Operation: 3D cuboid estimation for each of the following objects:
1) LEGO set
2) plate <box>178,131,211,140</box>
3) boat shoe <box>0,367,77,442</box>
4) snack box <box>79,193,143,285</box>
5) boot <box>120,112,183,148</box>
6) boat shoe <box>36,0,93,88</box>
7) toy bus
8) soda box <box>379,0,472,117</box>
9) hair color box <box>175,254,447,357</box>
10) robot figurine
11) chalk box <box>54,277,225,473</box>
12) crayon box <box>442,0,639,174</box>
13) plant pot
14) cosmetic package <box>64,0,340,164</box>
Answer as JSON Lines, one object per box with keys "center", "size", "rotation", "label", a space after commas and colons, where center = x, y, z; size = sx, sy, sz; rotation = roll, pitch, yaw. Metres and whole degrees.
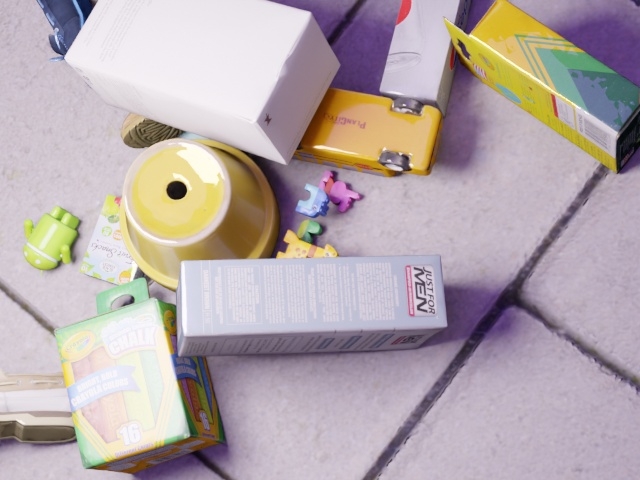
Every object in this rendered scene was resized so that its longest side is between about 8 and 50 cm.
{"center": [0.000, 0.000, 1.867], "size": [0.093, 0.087, 0.227], "rotation": [21, 85, 18], "label": "LEGO set"}
{"center": [-0.183, -0.250, 2.002], "size": [0.188, 0.024, 0.188], "rotation": [-3, 78, 13], "label": "plate"}
{"center": [-0.536, 0.260, 1.890], "size": [0.302, 0.113, 0.103], "rotation": [9, 55, -23], "label": "boat shoe"}
{"center": [-0.333, 0.003, 1.977], "size": [0.100, 0.037, 0.141], "rotation": [16, 81, 18], "label": "snack box"}
{"center": [-0.275, -0.312, 1.994], "size": [0.236, 0.089, 0.269], "rotation": [-31, 62, 2], "label": "boot"}
{"center": [-0.427, -0.350, 2.060], "size": [0.089, 0.109, 0.258], "rotation": [-32, 56, 13], "label": "boat shoe"}
{"center": [0.026, -0.176, 1.871], "size": [0.333, 0.130, 0.108], "rotation": [12, 80, 14], "label": "toy bus"}
{"center": [0.179, -0.350, 1.894], "size": [0.098, 0.091, 0.286], "rotation": [12, 81, 17], "label": "soda box"}
{"center": [-0.020, 0.098, 1.731], "size": [0.374, 0.185, 0.113], "rotation": [-1, 75, -10], "label": "hair color box"}
{"center": [-0.458, 0.000, 1.995], "size": [0.101, 0.067, 0.115], "rotation": [32, 88, 16], "label": "robot figurine"}
{"center": [-0.289, 0.200, 1.849], "size": [0.180, 0.179, 0.289], "rotation": [-20, 74, 9], "label": "chalk box"}
{"center": [0.340, -0.244, 1.772], "size": [0.318, 0.202, 0.081], "rotation": [38, 89, 18], "label": "crayon box"}
{"center": [-0.201, -0.051, 1.831], "size": [0.254, 0.239, 0.254], "rotation": [-1, 79, 4], "label": "plant pot"}
{"center": [-0.181, -0.275, 1.806], "size": [0.365, 0.155, 0.197], "rotation": [22, 75, 26], "label": "cosmetic package"}
